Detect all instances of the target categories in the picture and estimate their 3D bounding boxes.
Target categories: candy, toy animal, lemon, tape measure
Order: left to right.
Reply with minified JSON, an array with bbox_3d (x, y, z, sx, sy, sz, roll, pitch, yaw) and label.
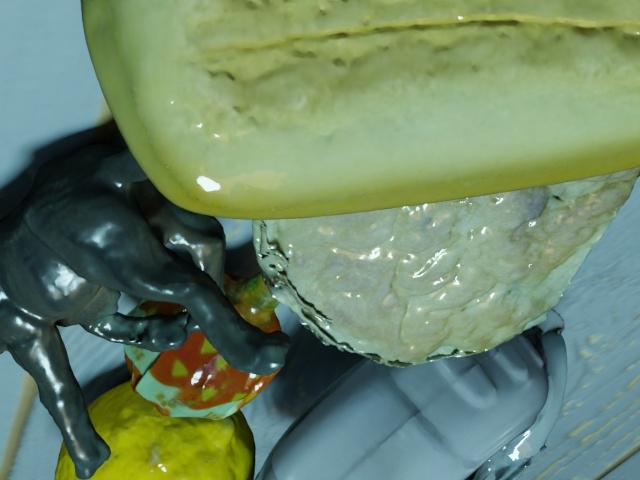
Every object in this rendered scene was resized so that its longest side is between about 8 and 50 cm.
[{"bbox_3d":[-0.114,0.021,0.674,0.148,0.084,0.232,37,133,-22],"label":"toy animal"},{"bbox_3d":[-0.106,0.144,0.909,0.114,0.114,0.155,13,140,-42],"label":"lemon"},{"bbox_3d":[0.001,0.000,0.734,0.287,0.078,0.084,-41,173,32],"label":"candy"},{"bbox_3d":[0.048,0.126,0.884,0.236,0.120,0.197,-45,166,17],"label":"tape measure"}]

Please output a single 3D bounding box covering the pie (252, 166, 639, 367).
[{"bbox_3d":[0.058,-0.024,0.644,0.185,0.052,0.218,-4,138,-27],"label":"pie"}]

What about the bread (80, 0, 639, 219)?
[{"bbox_3d":[0.028,-0.084,0.479,0.217,0.147,0.098,-5,-175,-15],"label":"bread"}]
